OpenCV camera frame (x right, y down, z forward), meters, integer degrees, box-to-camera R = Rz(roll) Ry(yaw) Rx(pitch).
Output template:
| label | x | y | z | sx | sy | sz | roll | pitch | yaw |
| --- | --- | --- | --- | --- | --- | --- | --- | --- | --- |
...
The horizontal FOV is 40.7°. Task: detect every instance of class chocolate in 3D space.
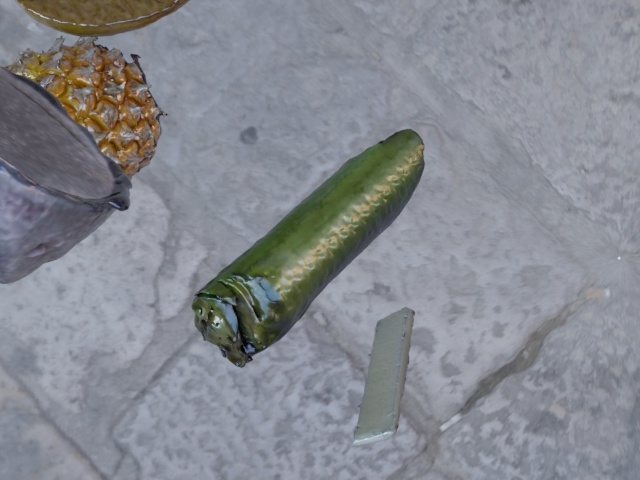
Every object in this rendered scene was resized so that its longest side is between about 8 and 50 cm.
| label | x | y | z | sx | sy | sz | roll | pitch | yaw |
| --- | --- | --- | --- | --- | --- | --- | --- | --- | --- |
| chocolate | -0.378 | -0.057 | 0.895 | 0.303 | 0.303 | 0.213 | 43 | 103 | 15 |

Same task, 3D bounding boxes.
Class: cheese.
| label | x | y | z | sx | sy | sz | roll | pitch | yaw |
| --- | --- | --- | --- | --- | --- | --- | --- | --- | --- |
| cheese | 0.123 | 0.243 | 1.607 | 0.085 | 0.400 | 0.034 | -25 | 110 | 22 |

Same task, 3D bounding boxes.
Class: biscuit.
| label | x | y | z | sx | sy | sz | roll | pitch | yaw |
| --- | --- | --- | --- | --- | --- | --- | --- | --- | --- |
| biscuit | -0.241 | -0.334 | 1.008 | 0.262 | 0.037 | 0.262 | -2 | 59 | 3 |

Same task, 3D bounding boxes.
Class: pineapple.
| label | x | y | z | sx | sy | sz | roll | pitch | yaw |
| --- | --- | --- | --- | --- | --- | --- | --- | --- | --- |
| pineapple | -0.501 | -0.210 | 1.665 | 0.352 | 0.300 | 0.352 | 16 | 124 | 25 |

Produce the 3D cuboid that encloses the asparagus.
| label | x | y | z | sx | sy | sz | roll | pitch | yaw |
| --- | --- | --- | --- | --- | --- | --- | --- | --- | --- |
| asparagus | 0.000 | 0.000 | 1.114 | 0.108 | 0.128 | 0.382 | 30 | 59 | 30 |
